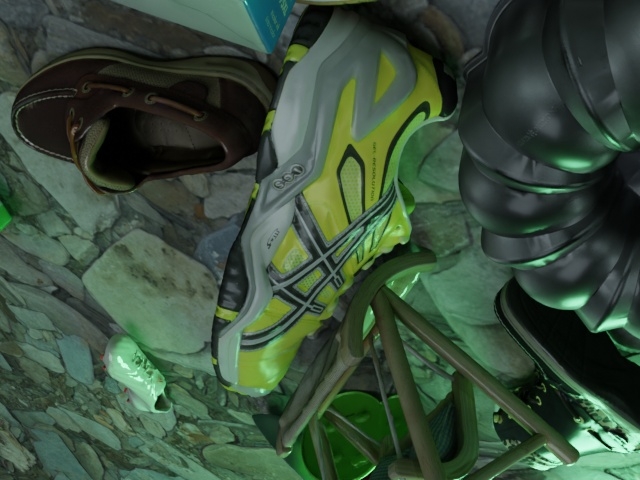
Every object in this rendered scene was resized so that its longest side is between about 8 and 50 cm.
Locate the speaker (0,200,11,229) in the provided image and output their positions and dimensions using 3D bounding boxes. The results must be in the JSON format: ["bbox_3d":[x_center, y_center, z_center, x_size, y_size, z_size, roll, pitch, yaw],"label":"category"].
[{"bbox_3d":[-0.567,-0.097,0.950,0.296,0.131,0.131,47,137,-16],"label":"speaker"}]

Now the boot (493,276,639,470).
[{"bbox_3d":[0.227,0.152,0.735,0.236,0.085,0.178,41,141,-8],"label":"boot"}]

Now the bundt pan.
[{"bbox_3d":[0.244,-0.049,0.501,0.331,0.124,0.330,17,136,18],"label":"bundt pan"}]

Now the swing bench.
[{"bbox_3d":[0.071,0.192,0.736,0.254,0.165,0.253,56,145,24],"label":"swing bench"}]

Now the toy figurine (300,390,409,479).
[{"bbox_3d":[0.087,0.291,0.961,0.173,0.130,0.159,-24,132,17],"label":"toy figurine"}]

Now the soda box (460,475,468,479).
[{"bbox_3d":[0.226,0.388,0.972,0.210,0.071,0.067,27,138,6],"label":"soda box"}]

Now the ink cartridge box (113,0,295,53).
[{"bbox_3d":[-0.052,-0.255,0.457,0.134,0.231,0.078,22,174,12],"label":"ink cartridge box"}]

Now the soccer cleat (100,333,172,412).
[{"bbox_3d":[-0.286,0.212,1.127,0.076,0.068,0.196,11,142,15],"label":"soccer cleat"}]

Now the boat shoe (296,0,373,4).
[{"bbox_3d":[0.088,-0.219,0.460,0.277,0.098,0.096,-1,116,34],"label":"boat shoe"}]

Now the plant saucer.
[{"bbox_3d":[-0.018,0.310,1.027,0.195,0.037,0.195,45,173,7],"label":"plant saucer"}]

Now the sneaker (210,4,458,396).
[{"bbox_3d":[0.000,0.000,0.626,0.147,0.145,0.384,15,122,-5],"label":"sneaker"}]

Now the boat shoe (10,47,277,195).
[{"bbox_3d":[-0.203,-0.111,0.713,0.342,0.123,0.123,7,133,26],"label":"boat shoe"}]
